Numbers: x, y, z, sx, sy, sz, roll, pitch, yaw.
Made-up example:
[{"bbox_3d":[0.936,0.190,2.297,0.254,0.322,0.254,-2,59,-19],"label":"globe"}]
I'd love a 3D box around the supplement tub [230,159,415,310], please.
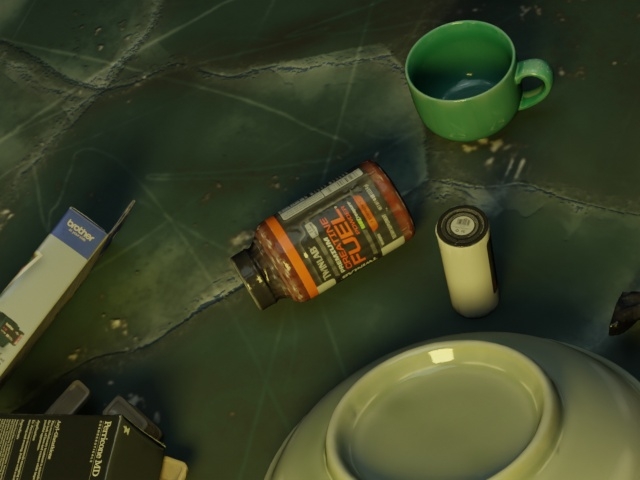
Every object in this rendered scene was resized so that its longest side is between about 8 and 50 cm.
[{"bbox_3d":[0.000,0.000,1.405,0.198,0.106,0.106,-32,51,-4],"label":"supplement tub"}]

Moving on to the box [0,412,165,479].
[{"bbox_3d":[-0.279,0.310,1.250,0.184,0.103,0.261,-3,61,26],"label":"box"}]

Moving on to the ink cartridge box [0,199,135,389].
[{"bbox_3d":[-0.333,0.080,1.416,0.065,0.186,0.311,38,67,-4],"label":"ink cartridge box"}]

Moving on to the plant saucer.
[{"bbox_3d":[0.119,0.194,1.148,0.401,0.100,0.400,-14,32,9],"label":"plant saucer"}]

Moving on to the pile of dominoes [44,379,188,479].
[{"bbox_3d":[-0.270,0.288,1.346,0.196,0.040,0.251,36,80,34],"label":"pile of dominoes"}]

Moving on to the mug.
[{"bbox_3d":[0.182,-0.174,1.473,0.129,0.097,0.158,-43,54,-14],"label":"mug"}]

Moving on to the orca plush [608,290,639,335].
[{"bbox_3d":[0.418,0.107,1.185,0.287,0.151,0.102,4,88,18],"label":"orca plush"}]

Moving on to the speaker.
[{"bbox_3d":[0.155,0.024,1.312,0.055,0.136,0.055,-7,53,9],"label":"speaker"}]
